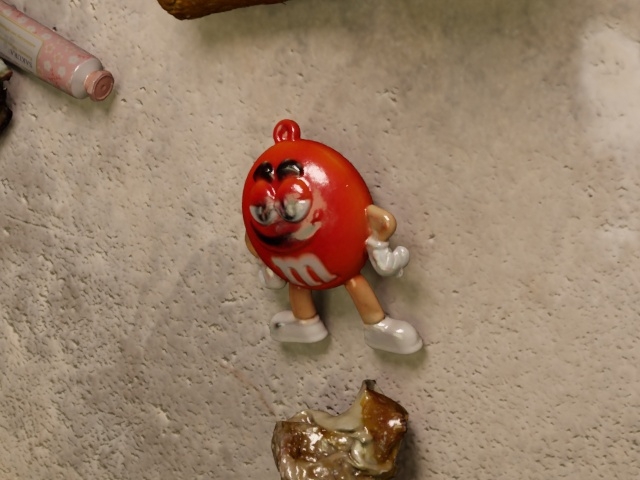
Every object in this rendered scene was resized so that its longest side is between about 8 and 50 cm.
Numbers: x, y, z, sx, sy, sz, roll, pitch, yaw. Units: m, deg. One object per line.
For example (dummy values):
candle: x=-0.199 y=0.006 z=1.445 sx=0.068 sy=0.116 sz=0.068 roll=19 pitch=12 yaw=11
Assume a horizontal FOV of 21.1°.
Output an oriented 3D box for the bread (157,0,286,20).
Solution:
bread: x=-0.063 y=-0.260 z=1.451 sx=0.172 sy=0.103 sz=0.132 roll=-4 pitch=100 yaw=34

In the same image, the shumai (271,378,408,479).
shumai: x=0.025 y=0.182 z=1.550 sx=0.145 sy=0.145 sz=0.116 roll=24 pitch=94 yaw=24

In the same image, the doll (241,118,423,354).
doll: x=0.000 y=0.000 z=1.516 sx=0.183 sy=0.085 sz=0.217 roll=4 pitch=117 yaw=33

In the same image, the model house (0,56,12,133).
model house: x=-0.388 y=-0.136 z=1.697 sx=0.165 sy=0.106 sz=0.152 roll=25 pitch=142 yaw=11

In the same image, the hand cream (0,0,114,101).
hand cream: x=-0.284 y=-0.191 z=1.657 sx=0.210 sy=0.043 sz=0.067 roll=29 pitch=124 yaw=28
